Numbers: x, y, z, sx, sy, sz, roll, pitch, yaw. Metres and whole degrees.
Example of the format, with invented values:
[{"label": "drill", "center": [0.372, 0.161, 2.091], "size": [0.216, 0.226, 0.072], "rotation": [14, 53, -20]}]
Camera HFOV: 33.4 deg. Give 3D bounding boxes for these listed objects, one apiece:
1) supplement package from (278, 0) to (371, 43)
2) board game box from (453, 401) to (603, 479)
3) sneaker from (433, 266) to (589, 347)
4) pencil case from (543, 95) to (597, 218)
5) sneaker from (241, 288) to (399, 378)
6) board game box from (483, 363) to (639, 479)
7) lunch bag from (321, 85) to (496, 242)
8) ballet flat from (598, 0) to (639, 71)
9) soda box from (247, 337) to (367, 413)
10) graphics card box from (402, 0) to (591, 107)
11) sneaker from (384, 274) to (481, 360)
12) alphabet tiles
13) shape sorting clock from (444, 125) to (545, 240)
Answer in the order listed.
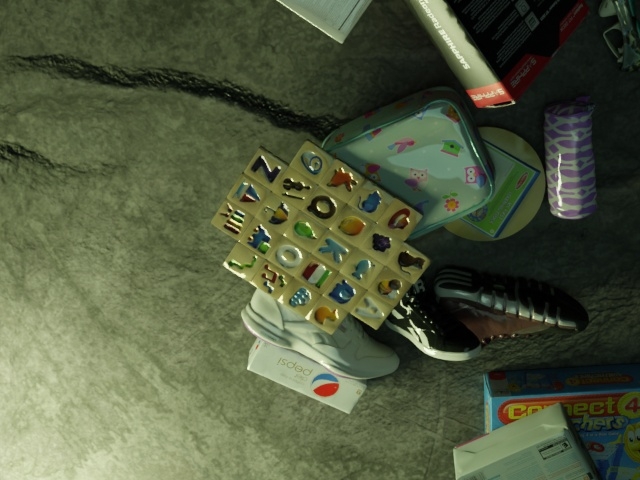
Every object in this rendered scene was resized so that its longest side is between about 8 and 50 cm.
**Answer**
[{"label": "supplement package", "center": [-0.030, -0.437, 1.622], "size": [0.244, 0.134, 0.139], "rotation": [32, 112, -14]}, {"label": "board game box", "center": [0.412, 0.478, 1.977], "size": [0.224, 0.097, 0.303], "rotation": [-26, 111, 13]}, {"label": "sneaker", "center": [0.329, 0.153, 1.927], "size": [0.281, 0.106, 0.163], "rotation": [15, 120, 5]}, {"label": "pencil case", "center": [0.422, -0.139, 1.792], "size": [0.086, 0.088, 0.206], "rotation": [15, 123, 38]}, {"label": "sneaker", "center": [0.019, 0.150, 1.910], "size": [0.305, 0.114, 0.152], "rotation": [24, 104, -15]}, {"label": "board game box", "center": [0.471, 0.392, 2.037], "size": [0.308, 0.086, 0.302], "rotation": [-4, 116, 3]}, {"label": "lunch bag", "center": [0.140, -0.111, 1.772], "size": [0.279, 0.108, 0.224], "rotation": [-23, 111, 20]}, {"label": "ballet flat", "center": [0.478, -0.353, 1.701], "size": [0.070, 0.070, 0.188], "rotation": [-19, 110, 9]}, {"label": "soda box", "center": [-0.023, 0.237, 1.977], "size": [0.216, 0.069, 0.074], "rotation": [25, 113, -10]}, {"label": "graphics card box", "center": [0.225, -0.411, 1.590], "size": [0.233, 0.094, 0.371], "rotation": [-49, 113, -23]}, {"label": "sneaker", "center": [0.185, 0.121, 1.852], "size": [0.079, 0.216, 0.121], "rotation": [-27, 123, -33]}, {"label": "alphabet tiles", "center": [0.000, 0.000, 1.785], "size": [0.342, 0.011, 0.285], "rotation": [33, 117, -5]}, {"label": "shape sorting clock", "center": [0.282, -0.097, 1.831], "size": [0.206, 0.040, 0.206], "rotation": [4, 110, 11]}]
